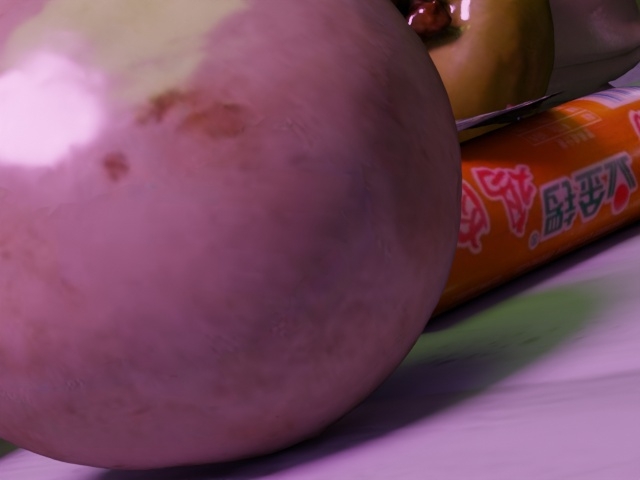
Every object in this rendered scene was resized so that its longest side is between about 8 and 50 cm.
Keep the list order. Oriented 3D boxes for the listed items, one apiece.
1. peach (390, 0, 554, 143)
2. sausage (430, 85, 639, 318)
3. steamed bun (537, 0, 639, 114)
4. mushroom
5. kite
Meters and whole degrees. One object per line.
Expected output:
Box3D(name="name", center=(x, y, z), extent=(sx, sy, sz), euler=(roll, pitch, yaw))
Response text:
Box3D(name="peach", center=(0.028, -0.137, 0.965), extent=(0.314, 0.281, 0.315), euler=(-25, -2, -28))
Box3D(name="sausage", center=(0.108, -0.026, 0.619), extent=(0.234, 0.071, 0.071), euler=(-22, 5, -35))
Box3D(name="steamed bun", center=(0.163, -0.186, 1.253), extent=(0.342, 0.255, 0.368), euler=(-15, -17, -37))
Box3D(name="mushroom", center=(-0.047, -0.004, 0.463), extent=(0.204, 0.204, 0.204), euler=(-19, 4, 1))
Box3D(name="kite", center=(0.064, -0.055, 0.673), extent=(0.141, 0.015, 0.245), euler=(-17, 2, 14))
